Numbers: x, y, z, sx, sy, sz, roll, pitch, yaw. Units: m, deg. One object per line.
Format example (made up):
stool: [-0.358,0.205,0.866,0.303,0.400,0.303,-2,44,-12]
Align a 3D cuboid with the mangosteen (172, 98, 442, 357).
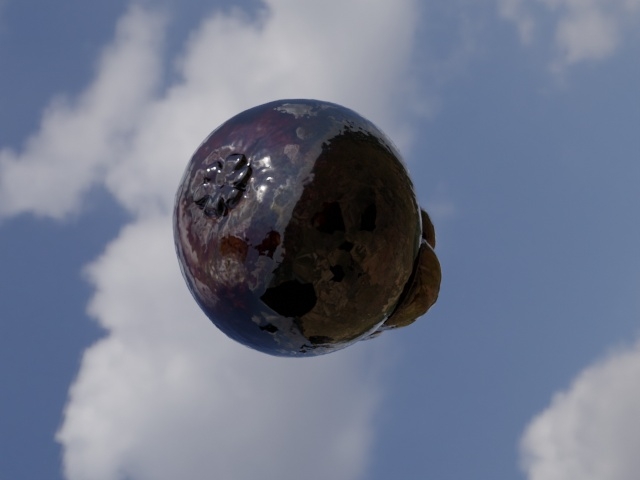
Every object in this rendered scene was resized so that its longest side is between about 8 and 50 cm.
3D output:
mangosteen: [0.000,0.000,0.738,0.140,0.140,0.140,-35,-49,-54]
